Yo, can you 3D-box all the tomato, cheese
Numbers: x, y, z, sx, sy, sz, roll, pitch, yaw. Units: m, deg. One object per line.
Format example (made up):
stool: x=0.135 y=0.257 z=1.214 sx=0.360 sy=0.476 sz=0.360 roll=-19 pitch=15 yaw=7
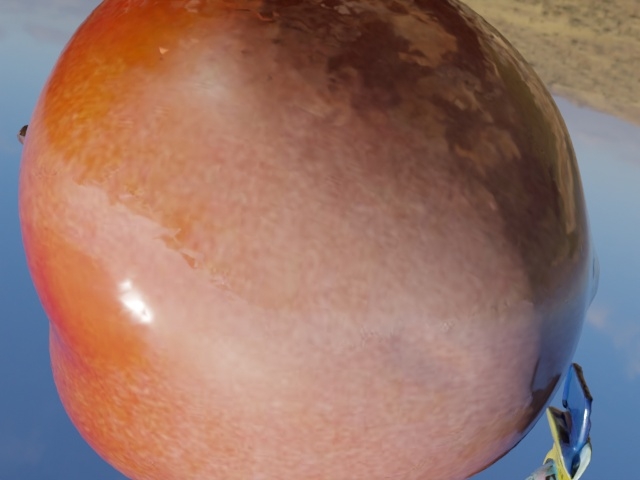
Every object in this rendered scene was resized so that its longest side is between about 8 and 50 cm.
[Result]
tomato: x=0.000 y=0.000 z=0.501 sx=0.321 sy=0.322 sz=0.321 roll=13 pitch=-168 yaw=-3
cheese: x=0.207 y=0.228 z=0.775 sx=0.064 sy=0.250 sz=0.156 roll=5 pitch=-161 yaw=3
